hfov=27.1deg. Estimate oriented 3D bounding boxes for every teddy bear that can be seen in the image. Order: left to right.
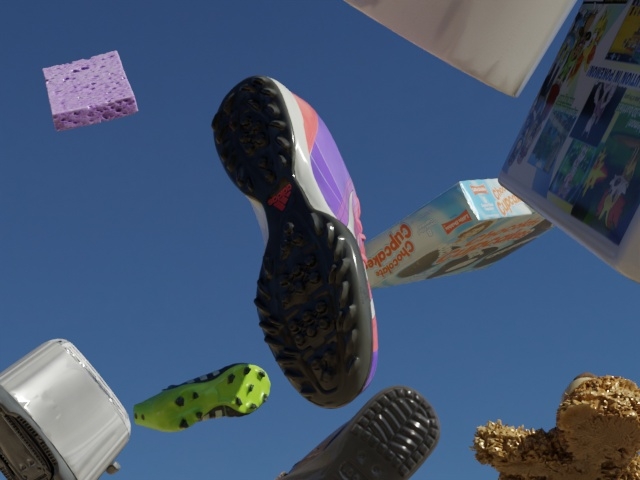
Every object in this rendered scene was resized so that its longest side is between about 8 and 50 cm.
[{"bbox_3d":[0.307,0.285,1.664,0.245,0.113,0.338,3,-52,6],"label":"teddy bear"}]

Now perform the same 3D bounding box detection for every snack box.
[{"bbox_3d":[0.199,-0.014,1.729,0.187,0.060,0.322,-34,-15,32],"label":"snack box"}]

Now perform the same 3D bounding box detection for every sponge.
[{"bbox_3d":[-0.334,-0.217,1.912,0.117,0.210,0.031,-15,-63,-9],"label":"sponge"}]

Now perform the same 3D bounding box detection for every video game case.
[{"bbox_3d":[0.211,-0.140,0.781,0.036,0.300,0.329,24,8,-7],"label":"video game case"}]

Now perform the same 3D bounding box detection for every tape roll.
[{"bbox_3d":[0.136,-0.274,1.319,0.246,0.246,0.169,20,-74,-44],"label":"tape roll"}]

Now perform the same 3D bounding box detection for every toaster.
[{"bbox_3d":[-0.353,0.229,1.702,0.129,0.227,0.146,-35,5,42],"label":"toaster"}]

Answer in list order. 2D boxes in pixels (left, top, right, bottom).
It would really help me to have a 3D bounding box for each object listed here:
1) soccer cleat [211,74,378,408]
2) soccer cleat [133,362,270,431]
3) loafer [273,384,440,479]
[{"bbox_3d":[0.000,0.000,1.130,0.108,0.318,0.116,-37,-36,26],"label":"soccer cleat"},{"bbox_3d":[-0.127,0.169,1.445,0.072,0.060,0.179,-3,4,38],"label":"soccer cleat"},{"bbox_3d":[0.002,0.333,1.648,0.366,0.134,0.130,-37,-8,-23],"label":"loafer"}]
